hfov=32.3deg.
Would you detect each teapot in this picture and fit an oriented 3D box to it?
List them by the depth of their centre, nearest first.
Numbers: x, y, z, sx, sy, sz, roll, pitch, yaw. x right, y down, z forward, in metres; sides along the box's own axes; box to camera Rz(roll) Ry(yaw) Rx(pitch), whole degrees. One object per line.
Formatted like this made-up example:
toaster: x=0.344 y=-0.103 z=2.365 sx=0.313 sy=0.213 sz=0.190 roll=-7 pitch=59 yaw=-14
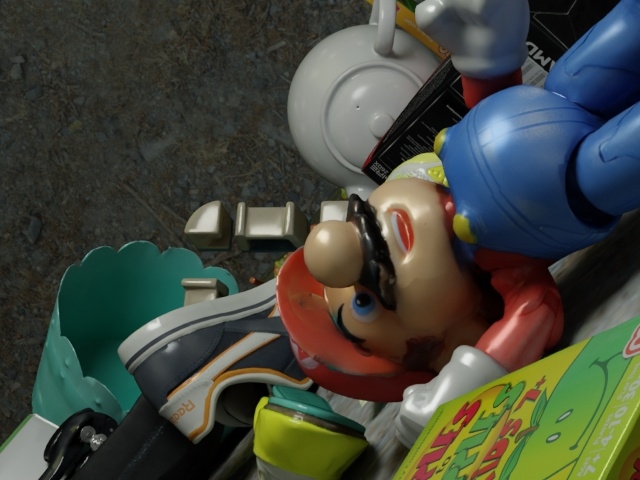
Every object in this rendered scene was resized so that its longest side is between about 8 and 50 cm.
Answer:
teapot: x=0.074 y=-0.178 z=1.510 sx=0.252 sy=0.256 sz=0.187 roll=-40 pitch=12 yaw=6

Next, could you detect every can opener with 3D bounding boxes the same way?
can opener: x=-0.273 y=0.254 z=1.149 sx=0.073 sy=0.059 sz=0.186 roll=-34 pitch=23 yaw=52

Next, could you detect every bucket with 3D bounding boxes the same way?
bucket: x=-0.209 y=0.158 z=1.340 sx=0.183 sy=0.281 sz=0.281 roll=-58 pitch=-1 yaw=39

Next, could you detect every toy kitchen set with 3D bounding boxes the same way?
toy kitchen set: x=-0.046 y=0.052 z=1.269 sx=0.122 sy=0.207 sz=0.166 roll=64 pitch=-152 yaw=-68

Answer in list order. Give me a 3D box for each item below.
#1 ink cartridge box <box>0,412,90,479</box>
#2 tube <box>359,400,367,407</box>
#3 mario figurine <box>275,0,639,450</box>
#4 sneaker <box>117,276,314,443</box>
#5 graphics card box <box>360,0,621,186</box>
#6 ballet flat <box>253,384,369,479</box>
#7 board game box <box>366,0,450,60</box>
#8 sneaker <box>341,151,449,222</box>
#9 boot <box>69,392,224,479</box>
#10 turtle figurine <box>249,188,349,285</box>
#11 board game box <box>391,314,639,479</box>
ink cartridge box: x=-0.336 y=0.365 z=1.260 sx=0.201 sy=0.117 sz=0.278 roll=-53 pitch=-18 yaw=-38
tube: x=0.050 y=0.062 z=0.891 sx=0.240 sy=0.062 sz=0.070 roll=-109 pitch=15 yaw=-80
mario figurine: x=0.074 y=-0.020 z=0.558 sx=0.320 sy=0.170 sz=0.198 roll=-45 pitch=8 yaw=37
sneaker: x=-0.046 y=0.110 z=1.120 sx=0.321 sy=0.127 sz=0.126 roll=-20 pitch=-19 yaw=-42
graphics card box: x=0.206 y=-0.203 z=1.261 sx=0.233 sy=0.094 sz=0.371 roll=-52 pitch=4 yaw=-32
ballet flat: x=-0.015 y=0.148 z=0.768 sx=0.231 sy=0.077 sz=0.077 roll=141 pitch=147 yaw=-83
board game box: x=0.155 y=-0.315 z=1.631 sx=0.039 sy=0.259 sz=0.124 roll=-50 pitch=4 yaw=18
sneaker: x=0.103 y=-0.029 z=1.036 sx=0.126 sy=0.091 sz=0.240 roll=-32 pitch=-4 yaw=-23
boot: x=-0.273 y=0.362 z=1.020 sx=0.367 sy=0.146 sz=0.445 roll=-52 pitch=2 yaw=27
turtle figurine: x=0.000 y=0.000 z=1.723 sx=0.217 sy=0.087 sz=0.269 roll=-44 pitch=-7 yaw=-17
board game box: x=0.077 y=0.089 z=0.398 sx=0.092 sy=0.043 sz=0.181 roll=-53 pitch=5 yaw=-29
